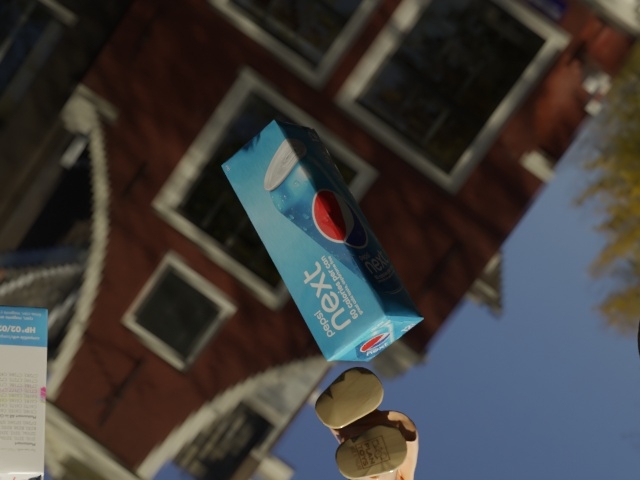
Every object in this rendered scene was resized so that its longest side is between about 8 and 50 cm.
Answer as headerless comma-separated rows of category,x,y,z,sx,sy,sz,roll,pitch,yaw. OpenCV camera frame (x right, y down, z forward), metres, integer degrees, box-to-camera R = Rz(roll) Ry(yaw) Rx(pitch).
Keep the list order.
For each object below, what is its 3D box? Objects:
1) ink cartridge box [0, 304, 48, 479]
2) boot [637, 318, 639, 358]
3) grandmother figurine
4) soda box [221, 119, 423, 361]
ink cartridge box,-0.267,0.155,1.470,0.062,0.104,0.181,4,-111,-15
boot,0.381,0.150,1.551,0.203,0.095,0.262,39,-147,-31
grandmother figurine,0.070,0.271,1.938,0.342,0.104,0.207,72,-176,-64
soda box,0.000,0.000,1.521,0.067,0.071,0.210,7,-131,-57
